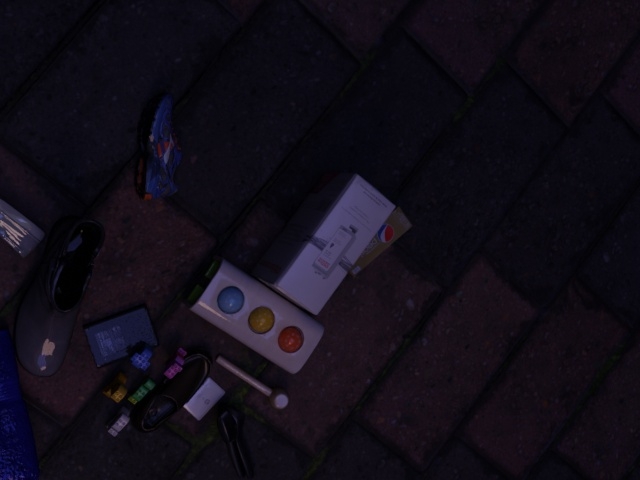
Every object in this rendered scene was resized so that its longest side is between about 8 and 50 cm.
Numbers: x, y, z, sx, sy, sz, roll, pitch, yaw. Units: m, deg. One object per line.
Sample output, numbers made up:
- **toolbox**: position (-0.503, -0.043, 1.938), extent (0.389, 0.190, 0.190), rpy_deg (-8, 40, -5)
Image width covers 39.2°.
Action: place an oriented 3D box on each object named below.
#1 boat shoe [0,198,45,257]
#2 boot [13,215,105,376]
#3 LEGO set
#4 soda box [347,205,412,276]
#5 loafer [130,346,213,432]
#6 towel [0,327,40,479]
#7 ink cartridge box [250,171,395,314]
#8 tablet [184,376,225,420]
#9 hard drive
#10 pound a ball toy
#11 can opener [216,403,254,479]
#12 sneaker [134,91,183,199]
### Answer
- **boat shoe**: position (-0.637, -0.048, 1.708), extent (0.227, 0.079, 0.081), rpy_deg (39, 78, -23)
- **boot**: position (-0.500, 0.113, 1.699), extent (0.118, 0.223, 0.338), rpy_deg (11, 92, -22)
- **LEGO set**: position (-0.377, 0.296, 1.817), extent (0.087, 0.093, 0.227), rpy_deg (43, 91, -17)
- **soda box**: position (0.114, -0.001, 2.001), extent (0.181, 0.061, 0.058), rpy_deg (-40, 107, -12)
- **loafer**: position (-0.301, 0.321, 1.873), extent (0.080, 0.078, 0.220), rpy_deg (43, 81, -19)
- **towel**: position (-0.673, 0.332, 1.696), extent (0.228, 0.076, 0.308), rpy_deg (-13, 84, -18)
- **ink cartridge box**: position (0.000, 0.000, 1.881), extent (0.117, 0.207, 0.283), rpy_deg (39, 83, -18)
- **tablet**: position (-0.251, 0.341, 1.934), extent (0.083, 0.006, 0.054), rpy_deg (-46, 109, -10)
- **hard drive**: position (-0.409, 0.197, 1.850), extent (0.135, 0.022, 0.094), rpy_deg (-20, 102, -17)
- **pound a ball toy**: position (-0.140, 0.204, 1.891), extent (0.319, 0.136, 0.208), rpy_deg (36, 83, -20)
- **can opener**: position (-0.187, 0.438, 1.945), extent (0.073, 0.059, 0.186), rpy_deg (-34, 119, -42)
- **sneaker**: position (-0.321, -0.190, 1.819), extent (0.087, 0.083, 0.221), rpy_deg (3, 101, -34)
